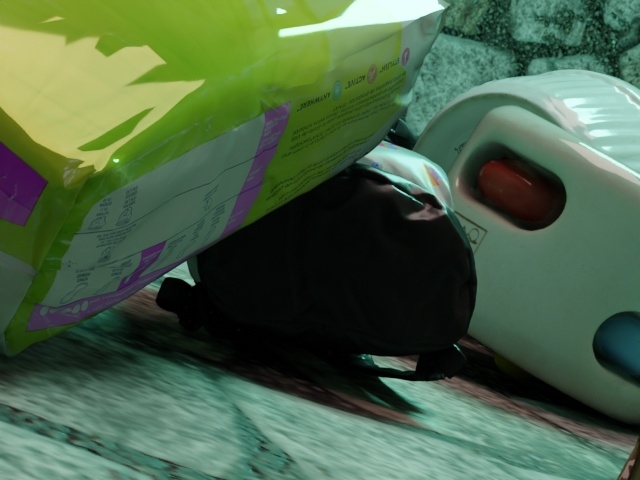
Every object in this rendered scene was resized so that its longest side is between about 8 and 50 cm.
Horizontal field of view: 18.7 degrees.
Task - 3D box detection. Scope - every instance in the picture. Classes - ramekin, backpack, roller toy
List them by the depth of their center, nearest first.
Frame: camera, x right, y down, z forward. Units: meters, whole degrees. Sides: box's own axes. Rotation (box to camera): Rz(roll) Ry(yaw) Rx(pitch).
[{"bbox_3d":[0.000,0.000,0.977,0.152,0.115,0.182,17,2,-9],"label":"backpack"},{"bbox_3d":[0.150,0.019,1.191,0.209,0.146,0.191,32,4,5],"label":"roller toy"},{"bbox_3d":[0.151,-0.020,1.378,0.207,0.207,0.109,24,15,39],"label":"ramekin"}]

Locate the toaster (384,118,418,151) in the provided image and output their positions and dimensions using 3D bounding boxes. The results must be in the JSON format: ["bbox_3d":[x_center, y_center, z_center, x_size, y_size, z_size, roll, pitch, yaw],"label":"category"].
[{"bbox_3d":[-0.023,-0.058,1.479,0.146,0.129,0.227,20,5,20],"label":"toaster"}]

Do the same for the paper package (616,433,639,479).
[{"bbox_3d":[0.302,0.098,0.814,0.325,0.168,0.309,21,3,12],"label":"paper package"}]

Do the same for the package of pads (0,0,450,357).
[{"bbox_3d":[-0.101,-0.094,0.796,0.229,0.101,0.296,39,34,12],"label":"package of pads"}]
